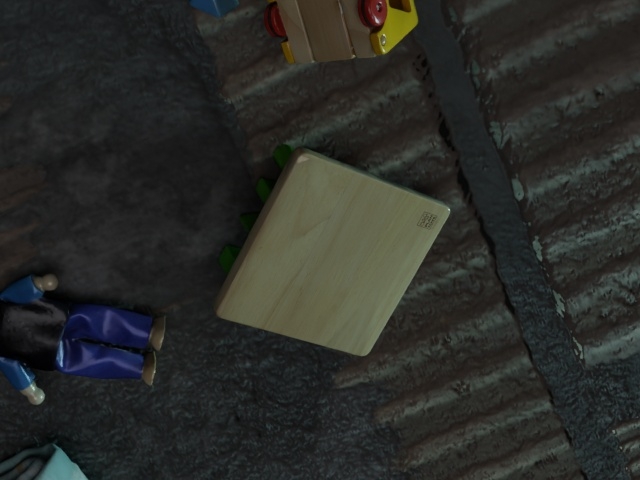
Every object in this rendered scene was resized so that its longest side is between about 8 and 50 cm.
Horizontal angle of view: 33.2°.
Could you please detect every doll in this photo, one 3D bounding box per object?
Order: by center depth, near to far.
[{"bbox_3d":[-0.239,0.088,0.957,0.189,0.046,0.129,13,109,-13],"label":"doll"}]

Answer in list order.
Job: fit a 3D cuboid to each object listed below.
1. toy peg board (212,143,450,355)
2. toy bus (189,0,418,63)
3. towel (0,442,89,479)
[{"bbox_3d":[0.000,0.000,0.947,0.161,0.079,0.161,18,110,-31],"label":"toy peg board"},{"bbox_3d":[0.005,-0.237,0.821,0.191,0.104,0.202,38,134,4],"label":"toy bus"},{"bbox_3d":[-0.323,0.402,1.058,0.374,0.090,0.320,-30,116,5],"label":"towel"}]
